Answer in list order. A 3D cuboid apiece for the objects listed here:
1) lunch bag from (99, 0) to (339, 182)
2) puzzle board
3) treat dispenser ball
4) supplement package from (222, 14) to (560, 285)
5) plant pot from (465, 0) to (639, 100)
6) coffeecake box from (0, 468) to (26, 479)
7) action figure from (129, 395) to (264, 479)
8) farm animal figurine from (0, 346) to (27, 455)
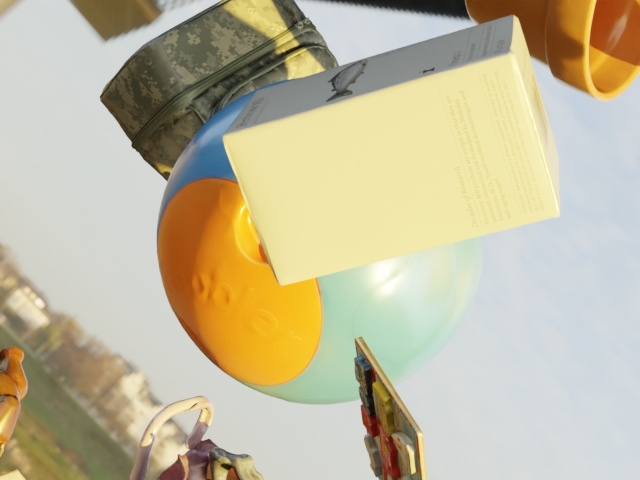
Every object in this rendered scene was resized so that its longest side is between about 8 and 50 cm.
[{"bbox_3d":[-0.114,-0.197,1.805,0.256,0.305,0.212,56,-37,-3],"label":"lunch bag"},{"bbox_3d":[0.047,0.139,0.831,0.096,0.011,0.128,-123,-162,-48],"label":"puzzle board"},{"bbox_3d":[0.000,0.000,1.120,0.288,0.288,0.288,42,-14,13],"label":"treat dispenser ball"},{"bbox_3d":[0.048,-0.056,0.781,0.105,0.179,0.105,-69,141,-66],"label":"supplement package"},{"bbox_3d":[0.323,-0.348,1.651,0.203,0.291,0.291,22,-23,30],"label":"plant pot"},{"bbox_3d":[-0.247,0.252,0.861,0.142,0.068,0.185,46,28,19],"label":"coffeecake box"},{"bbox_3d":[-0.244,0.403,1.552,0.248,0.370,0.276,5,48,-59],"label":"action figure"},{"bbox_3d":[-0.378,0.116,0.878,0.330,0.327,0.172,47,24,-40],"label":"farm animal figurine"}]
